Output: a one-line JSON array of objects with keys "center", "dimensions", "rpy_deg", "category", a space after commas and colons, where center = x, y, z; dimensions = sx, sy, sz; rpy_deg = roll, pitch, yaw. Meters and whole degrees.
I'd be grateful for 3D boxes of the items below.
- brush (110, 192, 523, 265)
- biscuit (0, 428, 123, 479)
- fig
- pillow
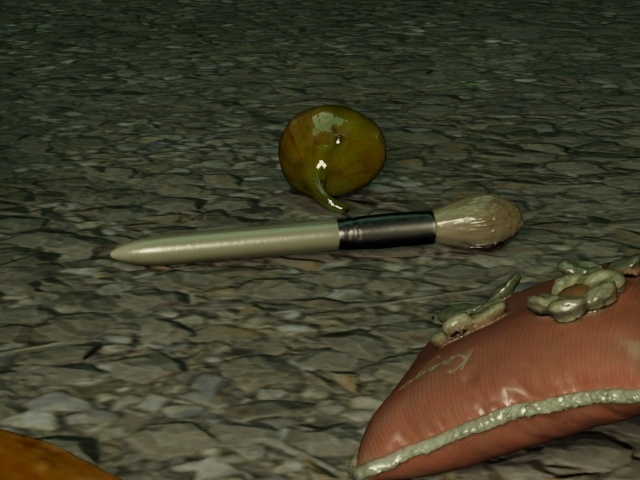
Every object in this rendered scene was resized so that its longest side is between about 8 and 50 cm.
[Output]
[{"center": [0.000, 0.000, 1.256], "dimensions": [0.299, 0.042, 0.039], "rpy_deg": [-7, 17, -9], "category": "brush"}, {"center": [-0.140, 0.165, 0.496], "dimensions": [0.350, 0.070, 0.394], "rpy_deg": [-6, 27, -36], "category": "biscuit"}, {"center": [0.003, -0.064, 1.413], "dimensions": [0.084, 0.082, 0.098], "rpy_deg": [35, 37, -1], "category": "fig"}, {"center": [0.110, 0.058, 0.899], "dimensions": [0.179, 0.075, 0.171], "rpy_deg": [-22, 10, 23], "category": "pillow"}]
